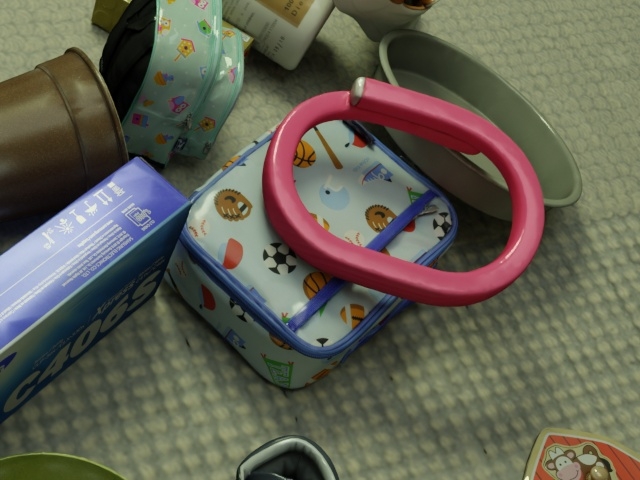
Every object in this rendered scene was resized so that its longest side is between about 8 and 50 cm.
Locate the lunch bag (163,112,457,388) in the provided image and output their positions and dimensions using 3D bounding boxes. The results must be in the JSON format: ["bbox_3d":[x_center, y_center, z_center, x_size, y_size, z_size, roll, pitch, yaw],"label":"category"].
[{"bbox_3d":[0.000,0.000,1.384,0.243,0.115,0.303,41,52,9],"label":"lunch bag"}]

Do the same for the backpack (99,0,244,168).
[{"bbox_3d":[-0.159,-0.186,1.410,0.144,0.188,0.166,9,51,-15],"label":"backpack"}]

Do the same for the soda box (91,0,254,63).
[{"bbox_3d":[-0.173,-0.246,1.534,0.181,0.061,0.058,31,50,3],"label":"soda box"}]

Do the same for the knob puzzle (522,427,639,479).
[{"bbox_3d":[0.289,0.269,1.345,0.213,0.030,0.213,11,51,-14],"label":"knob puzzle"}]

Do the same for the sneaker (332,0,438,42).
[{"bbox_3d":[0.106,-0.294,1.574,0.123,0.106,0.290,-1,5,17],"label":"sneaker"}]

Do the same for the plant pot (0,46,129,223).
[{"bbox_3d":[-0.298,-0.092,1.310,0.165,0.167,0.167,-19,63,-24],"label":"plant pot"}]

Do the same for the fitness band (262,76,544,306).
[{"bbox_3d":[0.085,-0.047,1.323,0.291,0.054,0.209,17,66,-9],"label":"fitness band"}]

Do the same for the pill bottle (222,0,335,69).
[{"bbox_3d":[-0.094,-0.315,1.558,0.229,0.131,0.131,32,49,-4],"label":"pill bottle"}]

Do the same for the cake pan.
[{"bbox_3d":[0.174,-0.129,1.527,0.293,0.054,0.293,29,30,-19],"label":"cake pan"}]

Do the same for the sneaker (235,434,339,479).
[{"bbox_3d":[-0.053,0.295,1.102,0.099,0.153,0.282,17,49,-1],"label":"sneaker"}]

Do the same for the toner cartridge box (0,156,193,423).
[{"bbox_3d":[-0.268,0.077,1.182,0.075,0.165,0.348,39,51,10],"label":"toner cartridge box"}]

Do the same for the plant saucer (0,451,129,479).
[{"bbox_3d":[-0.234,0.295,1.112,0.241,0.037,0.241,10,51,-13],"label":"plant saucer"}]
